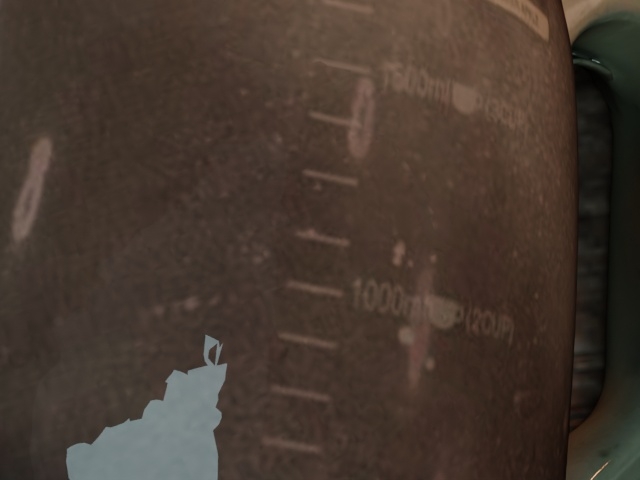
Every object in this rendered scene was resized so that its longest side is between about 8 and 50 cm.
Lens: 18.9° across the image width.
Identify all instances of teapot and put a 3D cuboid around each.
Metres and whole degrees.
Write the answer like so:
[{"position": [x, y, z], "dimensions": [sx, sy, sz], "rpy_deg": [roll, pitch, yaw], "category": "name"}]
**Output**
[{"position": [0.000, 0.000, 0.568], "dimensions": [0.315, 0.233, 0.312], "rpy_deg": [16, 81, -32], "category": "teapot"}]
